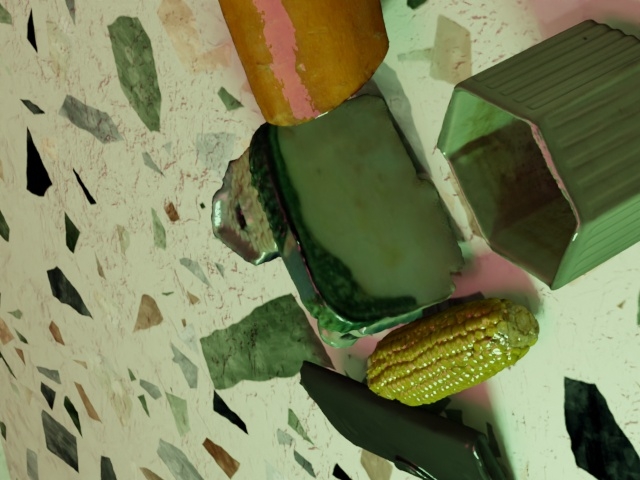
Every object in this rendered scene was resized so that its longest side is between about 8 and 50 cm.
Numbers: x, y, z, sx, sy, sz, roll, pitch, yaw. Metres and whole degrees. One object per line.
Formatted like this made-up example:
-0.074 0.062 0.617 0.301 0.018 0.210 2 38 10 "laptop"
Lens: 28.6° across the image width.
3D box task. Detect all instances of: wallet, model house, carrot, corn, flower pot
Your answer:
0.125 0.294 1.879 0.377 0.051 0.197 19 148 45 "wallet"
0.002 -0.001 1.711 0.284 0.243 0.298 -35 75 59 "model house"
-0.033 -0.327 1.563 0.193 0.214 0.331 -16 102 37 "carrot"
0.170 0.152 1.706 0.119 0.119 0.322 60 146 1 "corn"
0.264 -0.092 1.320 0.239 0.189 0.209 64 161 -3 "flower pot"
